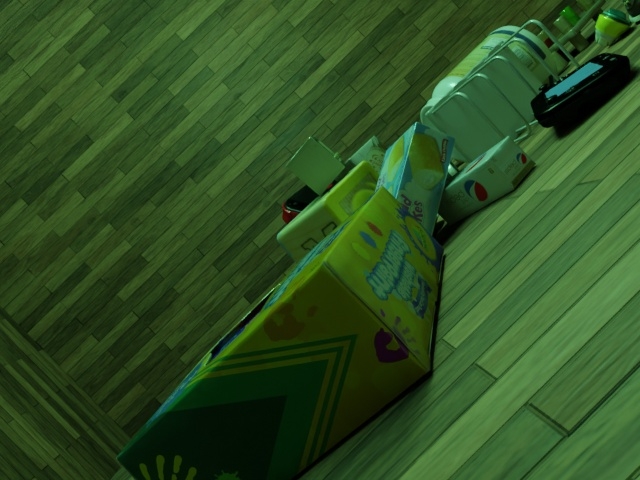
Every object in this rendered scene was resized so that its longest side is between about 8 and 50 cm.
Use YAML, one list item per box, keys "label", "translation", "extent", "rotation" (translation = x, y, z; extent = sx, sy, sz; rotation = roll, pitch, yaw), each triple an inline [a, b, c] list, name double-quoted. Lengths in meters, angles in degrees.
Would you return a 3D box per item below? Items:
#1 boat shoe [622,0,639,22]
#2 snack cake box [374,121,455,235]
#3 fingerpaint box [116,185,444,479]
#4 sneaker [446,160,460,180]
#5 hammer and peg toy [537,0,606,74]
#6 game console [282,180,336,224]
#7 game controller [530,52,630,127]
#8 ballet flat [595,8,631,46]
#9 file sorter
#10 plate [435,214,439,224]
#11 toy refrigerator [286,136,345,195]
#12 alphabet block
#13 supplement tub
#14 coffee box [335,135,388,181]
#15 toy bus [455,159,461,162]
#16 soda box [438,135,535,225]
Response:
- label: "boat shoe"
  translation: [0.712, -0.546, 1.285]
  extent: [0.116, 0.097, 0.324]
  rotation: [-44, 1, 26]
- label: "snack cake box"
  translation: [0.159, -0.071, 1.133]
  extent: [0.152, 0.089, 0.264]
  rotation: [143, 146, -68]
- label: "fingerpaint box"
  translation: [-0.020, 0.133, 0.839]
  extent: [0.371, 0.163, 0.445]
  rotation: [-44, 1, 21]
- label: "sneaker"
  translation: [0.328, -0.173, 1.668]
  extent: [0.121, 0.079, 0.217]
  rotation: [-42, 3, 17]
- label: "hammer and peg toy"
  translation: [0.744, -0.618, 1.904]
  extent: [0.361, 0.127, 0.266]
  rotation: [-45, 1, -30]
- label: "game console"
  translation: [0.111, -0.116, 1.787]
  extent: [0.342, 0.386, 0.060]
  rotation: [-41, -44, -43]
- label: "game controller"
  translation: [0.471, -0.284, 1.096]
  extent: [0.166, 0.067, 0.319]
  rotation: [-44, 2, 25]
- label: "ballet flat"
  translation: [0.699, -0.510, 1.431]
  extent: [0.231, 0.077, 0.077]
  rotation: [-41, -23, -55]
- label: "file sorter"
  translation: [0.423, -0.330, 1.347]
  extent: [0.277, 0.193, 0.173]
  rotation: [-45, 4, -13]
- label: "plate"
  translation: [0.195, 0.008, 1.289]
  extent: [0.188, 0.024, 0.188]
  rotation: [-44, 0, 0]
- label: "toy refrigerator"
  translation: [-0.004, -0.184, 1.401]
  extent: [0.094, 0.102, 0.269]
  rotation: [-49, 4, 8]
- label: "alphabet block"
  translation: [0.059, -0.021, 1.300]
  extent: [0.197, 0.193, 0.192]
  rotation: [-35, 10, 49]
- label: "supplement tub"
  translation: [0.439, -0.381, 1.563]
  extent: [0.316, 0.228, 0.228]
  rotation: [-44, 1, -11]
- label: "coffee box"
  translation: [0.173, -0.136, 1.564]
  extent: [0.141, 0.246, 0.098]
  rotation: [-45, 1, -40]
- label: "toy bus"
  translation: [0.475, -0.356, 1.850]
  extent: [0.108, 0.130, 0.332]
  rotation: [-47, 3, -43]
- label: "soda box"
  translation: [0.282, -0.101, 1.066]
  extent: [0.074, 0.069, 0.216]
  rotation: [-45, 1, -23]
